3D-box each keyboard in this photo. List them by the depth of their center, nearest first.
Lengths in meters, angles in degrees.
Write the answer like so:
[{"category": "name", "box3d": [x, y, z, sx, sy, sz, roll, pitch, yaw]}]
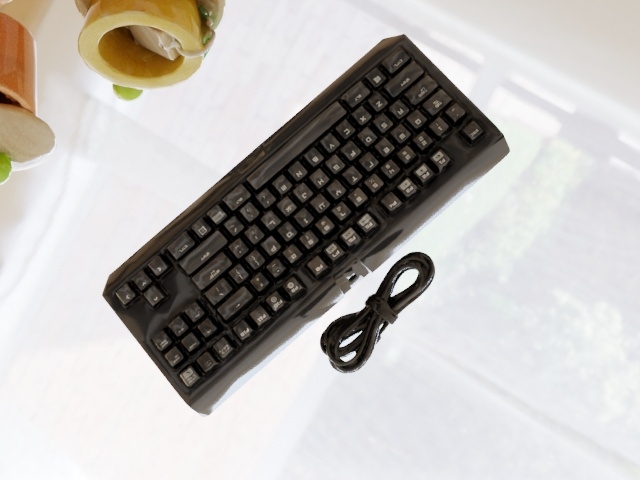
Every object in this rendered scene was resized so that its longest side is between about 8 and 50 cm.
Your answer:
[{"category": "keyboard", "box3d": [0.000, 0.000, 0.517, 0.180, 0.108, 0.023, -41, 166, 0]}]

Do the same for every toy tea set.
[{"category": "toy tea set", "box3d": [-0.134, -0.120, 0.585, 0.336, 0.200, 0.124, 112, -18, -60]}]
